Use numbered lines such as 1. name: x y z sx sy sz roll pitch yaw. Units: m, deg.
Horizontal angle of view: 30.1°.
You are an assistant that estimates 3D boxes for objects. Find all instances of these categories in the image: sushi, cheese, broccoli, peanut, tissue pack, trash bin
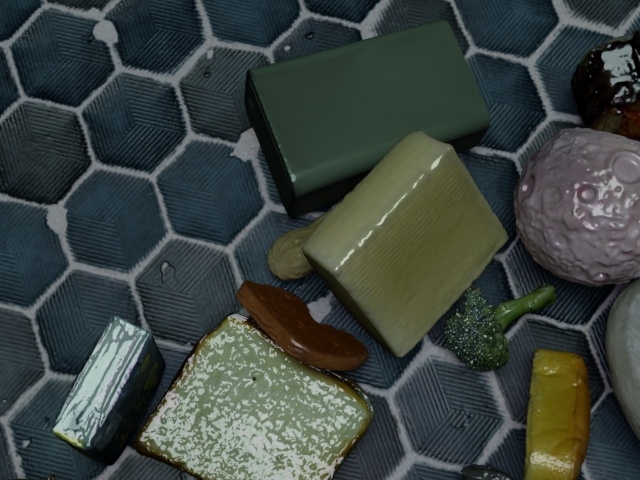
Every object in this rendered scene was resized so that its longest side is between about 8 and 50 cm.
1. sushi: 0.561 -0.258 1.927 0.343 0.196 0.182 -19 69 -6
2. cheese: 0.132 0.007 1.822 0.265 0.124 0.242 -46 124 -11
3. broccoli: 0.289 0.123 1.870 0.204 0.118 0.122 -29 71 -21
4. peanut: 0.000 0.000 1.901 0.187 0.082 0.082 -28 77 -8
5. tissue pack: -0.303 0.227 1.742 0.081 0.257 0.185 27 75 4
6. trash bin: 0.072 -0.204 1.925 0.344 0.158 0.223 -19 76 -12

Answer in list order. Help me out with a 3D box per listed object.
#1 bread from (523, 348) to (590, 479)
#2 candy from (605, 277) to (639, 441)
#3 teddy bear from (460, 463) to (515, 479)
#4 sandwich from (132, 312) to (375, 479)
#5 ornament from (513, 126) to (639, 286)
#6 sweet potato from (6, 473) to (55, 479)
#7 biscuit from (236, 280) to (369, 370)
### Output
1. bread: 0.354 0.273 1.792 0.094 0.102 0.245 8 46 6
2. candy: 0.629 0.211 1.802 0.427 0.186 0.386 40 70 10
3. teddy bear: 0.304 0.447 1.757 0.251 0.144 0.171 20 88 7
4. sandwich: -0.095 0.281 1.816 0.301 0.099 0.271 32 69 8
5. ornament: 0.424 -0.044 1.836 0.259 0.259 0.225 18 86 4
6. sweet potato: -0.525 0.407 1.785 0.270 0.075 0.074 -12 75 4
7. biscuit: -0.026 0.136 1.845 0.192 0.186 0.036 45 112 33
